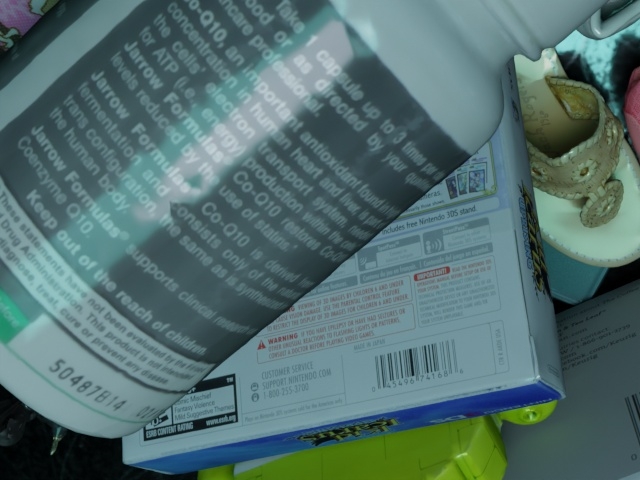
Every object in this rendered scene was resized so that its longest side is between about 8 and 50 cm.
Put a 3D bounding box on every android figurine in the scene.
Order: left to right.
[{"bbox_3d":[0.030,0.112,0.824,0.248,0.273,0.056,-23,123,12],"label":"android figurine"}]

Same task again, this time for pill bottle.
[{"bbox_3d":[-0.035,-0.079,0.680,0.361,0.204,0.204,-40,104,11],"label":"pill bottle"}]

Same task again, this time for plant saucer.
[{"bbox_3d":[0.116,-0.010,0.902,0.192,0.018,0.067,23,112,-3],"label":"plant saucer"}]

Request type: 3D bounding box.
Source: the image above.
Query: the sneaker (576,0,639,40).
[{"bbox_3d":[0.225,-0.207,0.769,0.080,0.094,0.212,30,112,-5],"label":"sneaker"}]

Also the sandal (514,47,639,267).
[{"bbox_3d":[0.147,-0.073,0.829,0.088,0.079,0.240,-27,103,10],"label":"sandal"}]

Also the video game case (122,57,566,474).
[{"bbox_3d":[0.000,0.000,0.790,0.269,0.061,0.244,-14,67,23],"label":"video game case"}]

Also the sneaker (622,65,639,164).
[{"bbox_3d":[0.334,-0.111,0.787,0.313,0.116,0.136,-26,106,15],"label":"sneaker"}]

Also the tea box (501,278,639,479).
[{"bbox_3d":[0.196,0.240,0.883,0.329,0.220,0.324,-25,112,15],"label":"tea box"}]

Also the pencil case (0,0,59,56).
[{"bbox_3d":[-0.247,-0.089,0.830,0.160,0.167,0.386,29,115,-31],"label":"pencil case"}]

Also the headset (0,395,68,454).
[{"bbox_3d":[-0.374,0.174,0.982,0.394,0.185,0.243,-19,103,29],"label":"headset"}]
